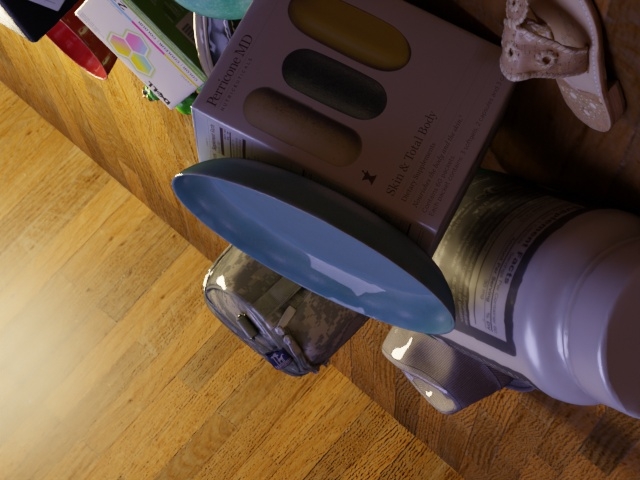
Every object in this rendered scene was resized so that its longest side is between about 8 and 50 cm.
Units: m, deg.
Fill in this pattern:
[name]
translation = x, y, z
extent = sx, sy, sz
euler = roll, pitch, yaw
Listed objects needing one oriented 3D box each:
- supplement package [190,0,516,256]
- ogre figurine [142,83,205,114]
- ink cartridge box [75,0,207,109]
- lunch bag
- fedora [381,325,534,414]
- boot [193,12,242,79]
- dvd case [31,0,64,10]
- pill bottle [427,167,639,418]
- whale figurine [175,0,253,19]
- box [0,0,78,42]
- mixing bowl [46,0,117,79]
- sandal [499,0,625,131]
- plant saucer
[supplement package]
translation = 0.034, -0.123, 1.661
extent = 0.262, 0.199, 0.198
euler = 27, 166, 6
[ogre figurine]
translation = -0.203, -0.244, 2.427
extent = 0.197, 0.097, 0.118
euler = 32, 157, -32
[ink cartridge box]
translation = -0.240, -0.269, 2.252
extent = 0.189, 0.097, 0.255
euler = 45, 149, -10
[lunch bag]
translation = -0.004, 0.025, 2.196
extent = 0.212, 0.305, 0.256
euler = 42, 169, 4
[fedora]
translation = 0.192, 0.185, 2.565
extent = 0.275, 0.124, 0.244
euler = 28, 162, 52
[boot]
translation = 0.020, -0.148, 1.909
extent = 0.284, 0.138, 0.377
euler = 24, 146, 38
[dvd case]
translation = -0.344, -0.372, 1.926
extent = 0.179, 0.030, 0.238
euler = 20, 145, -20
[pill bottle]
translation = 0.244, 0.053, 1.723
extent = 0.204, 0.204, 0.361
euler = 49, 167, -30
[whale figurine]
translation = -0.118, -0.331, 1.696
extent = 0.216, 0.141, 0.272
euler = 38, 167, 23
[box]
translation = -0.480, -0.483, 2.169
extent = 0.395, 0.212, 0.293
euler = 32, 165, 38
[mixing bowl]
translation = -0.363, -0.345, 2.556
extent = 0.181, 0.098, 0.181
euler = 41, 169, 10
[sandal]
translation = 0.196, -0.158, 1.438
extent = 0.088, 0.079, 0.240
euler = 32, 164, 42
[plant saucer]
translation = 0.000, 0.000, 1.660
extent = 0.317, 0.044, 0.317
euler = 27, 166, 7
